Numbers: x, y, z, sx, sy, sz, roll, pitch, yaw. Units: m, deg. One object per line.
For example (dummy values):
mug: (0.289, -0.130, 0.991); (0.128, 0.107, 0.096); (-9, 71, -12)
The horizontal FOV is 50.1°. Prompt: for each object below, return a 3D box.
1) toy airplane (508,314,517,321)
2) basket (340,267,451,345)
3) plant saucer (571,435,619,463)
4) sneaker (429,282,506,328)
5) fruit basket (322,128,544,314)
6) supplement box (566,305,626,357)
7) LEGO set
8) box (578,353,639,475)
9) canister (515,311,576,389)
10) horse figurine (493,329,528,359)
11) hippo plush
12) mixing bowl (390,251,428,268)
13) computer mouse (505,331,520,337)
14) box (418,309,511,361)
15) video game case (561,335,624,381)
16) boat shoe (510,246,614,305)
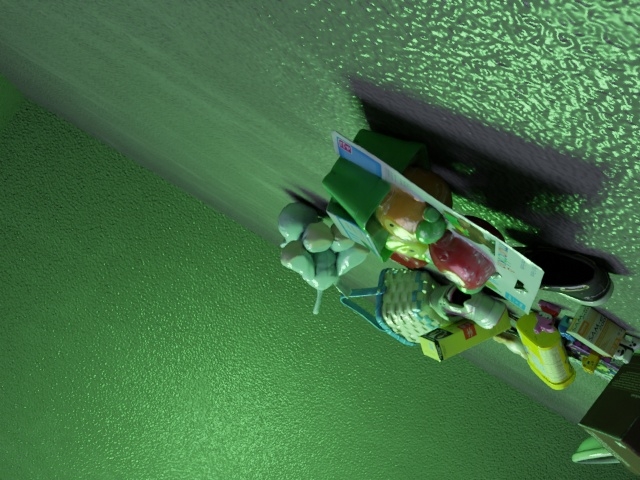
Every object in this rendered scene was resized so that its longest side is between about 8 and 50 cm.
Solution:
toy airplane: (0.562, 0.241, 1.818); (0.151, 0.028, 0.151); (31, 173, 4)
basket: (0.236, 0.199, 2.019); (0.289, 0.201, 0.255); (-16, 143, 35)
plant saucer: (0.913, 0.562, 1.932); (0.400, 0.101, 0.400); (-2, 157, -1)
sneaker: (0.359, 0.147, 1.770); (0.111, 0.103, 0.252); (38, 164, -24)
fruit basket: (0.172, -0.006, 1.056); (0.353, 0.165, 0.327); (41, 177, 19)
supplement box: (0.546, 0.180, 1.353); (0.098, 0.062, 0.036); (31, 173, -13)
LEGO set: (0.558, 0.220, 1.450); (0.227, 0.093, 0.087); (23, 170, 43)
box: (0.689, 0.368, 1.413); (0.168, 0.203, 0.167); (42, 171, -4)
canister: (0.545, 0.266, 1.660); (0.170, 0.073, 0.126); (59, 174, -37)
horse figurine: (0.586, 0.311, 2.058); (0.263, 0.066, 0.174); (32, 179, 6)
hippo plush: (0.000, 0.000, 1.948); (0.294, 0.234, 0.236); (60, -176, -45)
mixing bowl: (0.180, -0.005, 1.417); (0.181, 0.098, 0.181); (29, 172, 4)
computer mouse: (0.523, 0.250, 1.910); (0.242, 0.071, 0.041); (24, 149, 23)
box: (0.382, 0.241, 1.806); (0.087, 0.232, 0.058); (13, 122, 70)
video game case: (0.693, 0.301, 1.660); (0.232, 0.042, 0.210); (29, 171, 10)
boat shoe: (0.362, 0.044, 1.128); (0.227, 0.081, 0.068); (13, 160, 44)
